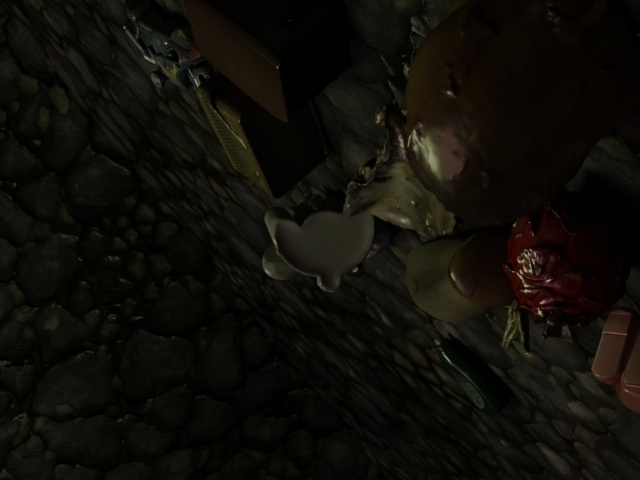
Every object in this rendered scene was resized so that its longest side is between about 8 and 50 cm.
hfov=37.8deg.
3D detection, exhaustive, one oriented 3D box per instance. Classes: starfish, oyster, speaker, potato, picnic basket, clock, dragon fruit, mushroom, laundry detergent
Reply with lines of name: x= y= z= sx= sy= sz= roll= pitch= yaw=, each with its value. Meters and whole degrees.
starfish: x=0.330 y=0.110 z=1.640 sx=0.217 sy=0.050 sz=0.224 roll=-123 pitch=21 yaw=-43
oyster: x=0.159 y=-0.092 z=1.623 sx=0.204 sy=0.111 sz=0.396 roll=27 pitch=160 yaw=5
speaker: x=-0.088 y=-0.340 z=1.521 sx=0.231 sy=0.153 sz=0.193 roll=40 pitch=162 yaw=22
potato: x=0.202 y=-0.159 z=1.091 sx=0.289 sy=0.237 sz=0.300 roll=53 pitch=161 yaw=-20
picnic basket: x=-0.107 y=-0.225 z=1.807 sx=0.139 sy=0.165 sz=0.267 roll=35 pitch=159 yaw=37
clock: x=0.515 y=0.207 z=1.264 sx=0.227 sy=0.142 sz=0.241 roll=2 pitch=150 yaw=44
dragon fruit: x=0.343 y=0.028 z=1.291 sx=0.172 sy=0.172 sz=0.210 roll=17 pitch=106 yaw=59
mushroom: x=0.237 y=0.067 z=1.607 sx=0.407 sy=0.137 sz=0.154 roll=154 pitch=117 yaw=-84
laundry detergent: x=0.329 y=0.300 z=2.123 sx=0.211 sy=0.063 sz=0.137 roll=47 pitch=169 yaw=-2

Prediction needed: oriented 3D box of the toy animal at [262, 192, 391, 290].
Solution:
toy animal: x=0.000 y=0.000 z=1.979 sx=0.265 sy=0.271 sz=0.206 roll=-166 pitch=60 yaw=-82

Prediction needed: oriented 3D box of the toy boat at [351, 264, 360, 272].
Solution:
toy boat: x=0.012 y=0.021 z=2.244 sx=0.185 sy=0.071 sz=0.089 roll=46 pitch=-154 yaw=2

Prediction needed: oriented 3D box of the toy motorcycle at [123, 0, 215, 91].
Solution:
toy motorcycle: x=-0.311 y=-0.408 z=2.002 sx=0.307 sy=0.108 sz=0.173 roll=37 pitch=152 yaw=32
